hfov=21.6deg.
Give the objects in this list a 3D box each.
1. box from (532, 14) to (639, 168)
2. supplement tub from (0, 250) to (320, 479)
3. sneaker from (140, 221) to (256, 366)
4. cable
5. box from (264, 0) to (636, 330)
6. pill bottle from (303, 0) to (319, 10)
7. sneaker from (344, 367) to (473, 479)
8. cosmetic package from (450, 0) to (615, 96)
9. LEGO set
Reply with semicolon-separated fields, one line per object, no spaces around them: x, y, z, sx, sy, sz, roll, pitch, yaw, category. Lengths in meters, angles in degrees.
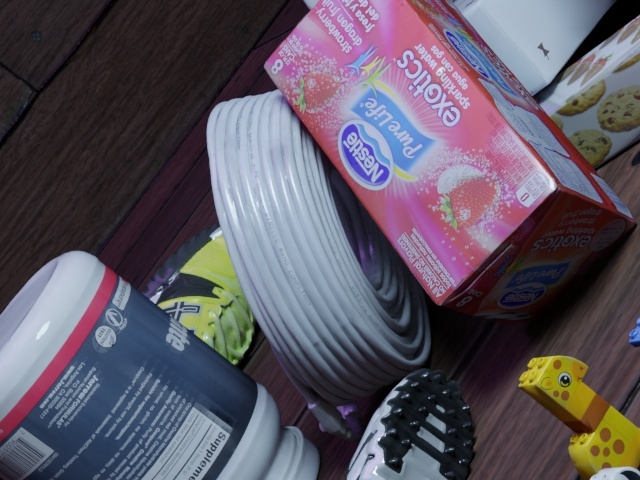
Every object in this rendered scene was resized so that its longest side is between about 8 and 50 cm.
0.204;-0.095;1.322;0.324;0.067;0.063;-35;20;45;box
-0.156;0.156;1.376;0.191;0.272;0.191;-47;15;16;supplement tub
-0.139;0.139;1.741;0.147;0.145;0.384;15;59;41;sneaker
0.000;0.000;1.319;0.089;0.257;0.257;-20;44;16;cable
0.089;-0.071;1.212;0.122;0.128;0.257;-46;58;18;box
0.128;-0.349;1.774;0.318;0.176;0.176;-40;17;22;pill bottle
0.033;0.182;1.120;0.106;0.078;0.234;-35;23;41;sneaker
0.156;-0.190;1.520;0.284;0.097;0.377;-34;10;43;cosmetic package
0.172;0.077;0.918;0.227;0.093;0.087;-57;15;-22;LEGO set
